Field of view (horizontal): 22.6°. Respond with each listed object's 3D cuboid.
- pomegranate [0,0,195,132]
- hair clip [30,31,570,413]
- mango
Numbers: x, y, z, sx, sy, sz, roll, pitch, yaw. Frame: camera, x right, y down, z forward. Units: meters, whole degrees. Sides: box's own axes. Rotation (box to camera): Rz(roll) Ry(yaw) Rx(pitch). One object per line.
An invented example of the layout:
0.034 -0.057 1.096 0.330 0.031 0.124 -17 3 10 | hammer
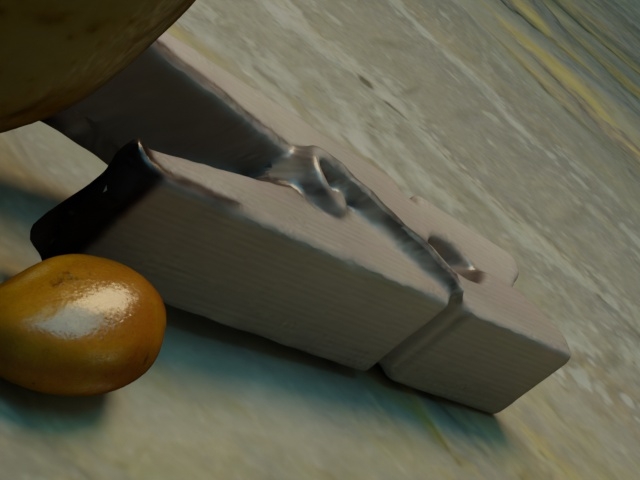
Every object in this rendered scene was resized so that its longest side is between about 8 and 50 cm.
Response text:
-0.155 -0.197 0.538 0.342 0.342 0.342 35 22 -16 | pomegranate
-0.003 0.003 0.777 0.330 0.085 0.101 28 26 -46 | hair clip
-0.098 0.033 0.612 0.089 0.046 0.060 -4 46 -45 | mango
